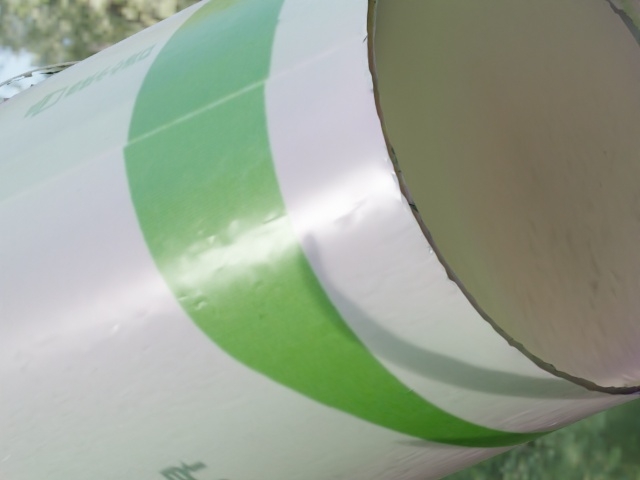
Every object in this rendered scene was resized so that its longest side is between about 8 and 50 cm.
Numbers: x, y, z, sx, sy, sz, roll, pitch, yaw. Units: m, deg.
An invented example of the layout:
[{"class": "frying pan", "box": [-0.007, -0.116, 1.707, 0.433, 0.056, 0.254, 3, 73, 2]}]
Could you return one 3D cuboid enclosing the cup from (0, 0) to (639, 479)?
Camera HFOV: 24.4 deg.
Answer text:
[{"class": "cup", "box": [0.000, 0.000, 0.586, 0.274, 0.253, 0.253, -24, 48, 47]}]
